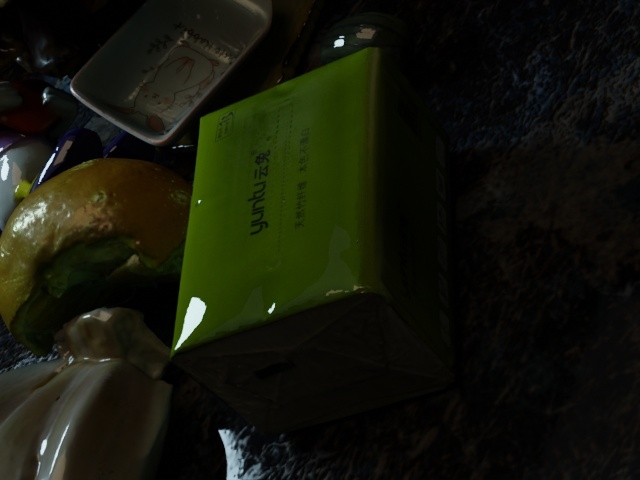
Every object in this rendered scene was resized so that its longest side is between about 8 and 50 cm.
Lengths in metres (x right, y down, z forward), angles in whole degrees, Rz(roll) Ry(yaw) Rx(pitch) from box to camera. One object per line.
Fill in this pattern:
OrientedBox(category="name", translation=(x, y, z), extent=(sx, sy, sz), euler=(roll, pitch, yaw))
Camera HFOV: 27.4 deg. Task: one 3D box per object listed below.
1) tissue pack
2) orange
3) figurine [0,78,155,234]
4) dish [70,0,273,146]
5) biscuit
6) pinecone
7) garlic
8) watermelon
OrientedBox(category="tissue pack", translation=(0.000, 0.000, 1.152), extent=(0.200, 0.167, 0.275), euler=(-20, 45, 26))
OrientedBox(category="orange", translation=(-0.224, 0.003, 1.314), extent=(0.237, 0.179, 0.158), euler=(-27, 86, 25))
OrientedBox(category="figurine", translation=(-0.370, -0.100, 1.571), extent=(0.421, 0.154, 0.193), euler=(31, 114, 41))
OrientedBox(category="dish", translation=(-0.147, -0.202, 1.459), extent=(0.154, 0.064, 0.234), euler=(32, 74, 27))
OrientedBox(category="biscuit", translation=(-0.088, -0.203, 1.508), extent=(0.172, 0.029, 0.255), euler=(-1, 56, 39))
OrientedBox(category="pinecone", translation=(-0.311, -0.336, 1.559), extent=(0.384, 0.384, 0.384), euler=(-22, 45, 24))
OrientedBox(category="garlic", translation=(-0.272, 0.216, 1.231), extent=(0.279, 0.132, 0.325), euler=(-8, 46, 46))
OrientedBox(category="watermelon", translation=(0.046, -0.196, 1.351), extent=(0.110, 0.078, 0.078), euler=(-6, 53, 43))
